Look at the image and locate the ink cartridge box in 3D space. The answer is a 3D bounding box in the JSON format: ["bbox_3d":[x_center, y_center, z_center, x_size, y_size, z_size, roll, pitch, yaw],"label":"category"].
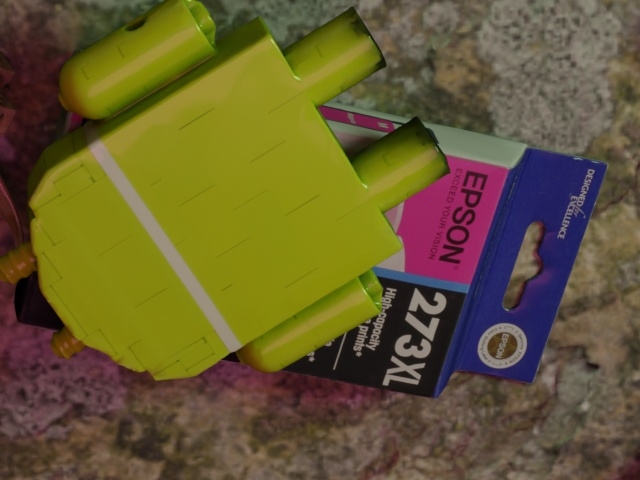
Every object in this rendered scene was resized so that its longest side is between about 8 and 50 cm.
[{"bbox_3d":[0.000,0.000,1.286,0.371,0.069,0.176,10,112,-16],"label":"ink cartridge box"}]

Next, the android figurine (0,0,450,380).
[{"bbox_3d":[-0.065,-0.022,1.198,0.273,0.056,0.248,-32,115,6],"label":"android figurine"}]

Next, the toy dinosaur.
[{"bbox_3d":[-0.228,-0.073,1.230,0.183,0.053,0.092,42,118,-15],"label":"toy dinosaur"}]
